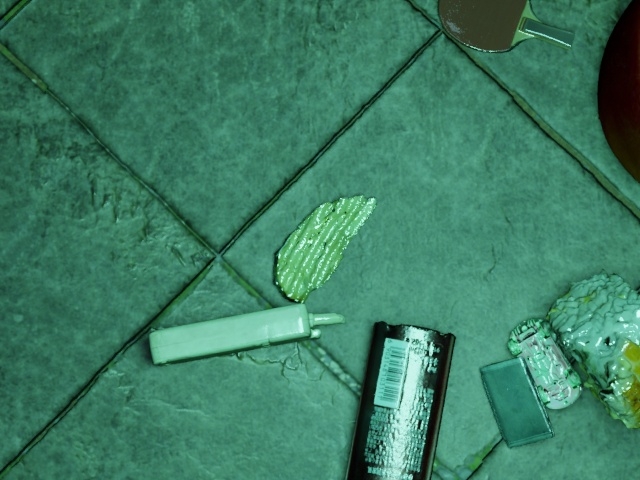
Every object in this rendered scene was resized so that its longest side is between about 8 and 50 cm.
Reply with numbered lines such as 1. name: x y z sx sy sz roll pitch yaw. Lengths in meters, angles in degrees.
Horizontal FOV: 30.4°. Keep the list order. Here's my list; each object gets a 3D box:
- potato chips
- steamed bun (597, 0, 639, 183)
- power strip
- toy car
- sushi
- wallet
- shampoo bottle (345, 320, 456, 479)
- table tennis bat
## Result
1. potato chips: 0.000 0.000 1.794 0.092 0.028 0.207 35 85 2
2. steamed bun: 0.543 -0.246 1.725 0.248 0.235 0.379 6 84 -5
3. power strip: -0.106 0.137 1.743 0.288 0.093 0.053 -11 80 -2
4. toy car: 0.338 0.184 1.758 0.069 0.055 0.142 -33 72 18
5. sushi: 0.424 0.156 1.662 0.139 0.274 0.184 -37 106 4
6. wallet: 0.291 0.239 1.747 0.088 0.026 0.129 -25 84 42
7. shampoo bottle: 0.112 0.286 1.732 0.129 0.084 0.323 9 84 3
8. table tennis bat: 0.292 -0.348 1.847 0.220 0.019 0.130 20 82 3
